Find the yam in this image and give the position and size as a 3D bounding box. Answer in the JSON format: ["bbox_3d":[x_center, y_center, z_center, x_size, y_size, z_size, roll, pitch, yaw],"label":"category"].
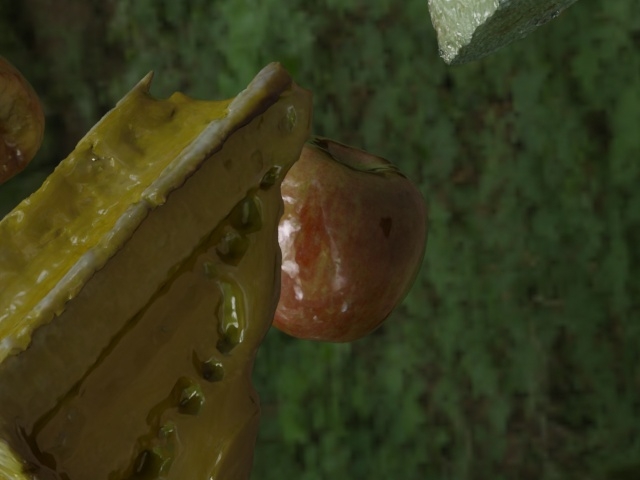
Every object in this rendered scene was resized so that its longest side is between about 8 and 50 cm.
[{"bbox_3d":[0.205,-0.383,1.941,0.202,0.201,0.271,-36,77,56],"label":"yam"}]

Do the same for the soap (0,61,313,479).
[{"bbox_3d":[-0.101,0.084,1.152,0.339,0.169,0.304,-49,-46,-27],"label":"soap"}]

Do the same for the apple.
[{"bbox_3d":[0.000,0.000,1.466,0.188,0.188,0.174,-40,-32,-75],"label":"apple"}]

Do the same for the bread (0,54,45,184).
[{"bbox_3d":[-0.454,-0.177,1.766,0.149,0.344,0.195,-46,-38,-22],"label":"bread"}]
